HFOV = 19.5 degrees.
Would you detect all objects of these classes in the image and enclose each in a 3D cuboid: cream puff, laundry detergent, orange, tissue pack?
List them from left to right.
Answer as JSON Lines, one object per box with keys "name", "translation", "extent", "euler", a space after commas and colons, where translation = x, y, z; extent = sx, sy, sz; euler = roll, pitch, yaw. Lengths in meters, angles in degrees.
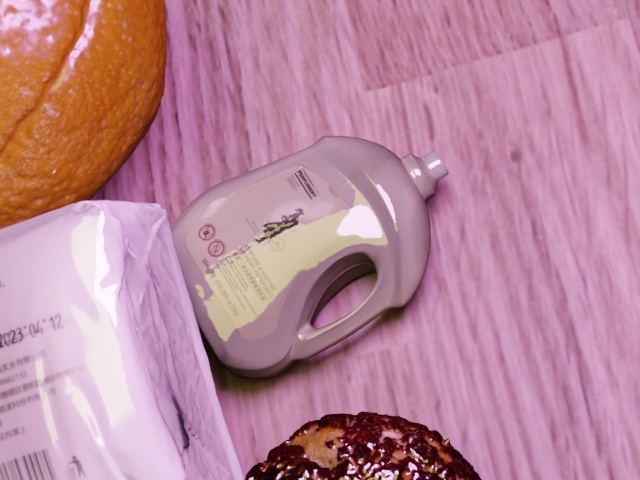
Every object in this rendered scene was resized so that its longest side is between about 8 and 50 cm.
{"name": "orange", "translation": [-0.306, -0.144, 1.646], "extent": [0.322, 0.322, 0.357], "euler": [39, 102, 25]}
{"name": "tissue pack", "translation": [-0.272, 0.139, 1.557], "extent": [0.357, 0.194, 0.266], "euler": [-18, 83, 16]}
{"name": "laundry detergent", "translation": [0.000, 0.000, 1.630], "extent": [0.253, 0.091, 0.181], "euler": [-30, 67, 2]}
{"name": "cream puff", "translation": [0.027, 0.248, 1.481], "extent": [0.239, 0.165, 0.239], "euler": [-6, 63, 12]}
